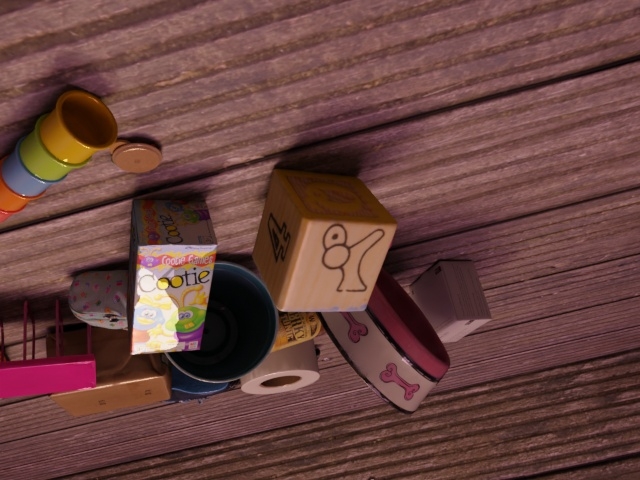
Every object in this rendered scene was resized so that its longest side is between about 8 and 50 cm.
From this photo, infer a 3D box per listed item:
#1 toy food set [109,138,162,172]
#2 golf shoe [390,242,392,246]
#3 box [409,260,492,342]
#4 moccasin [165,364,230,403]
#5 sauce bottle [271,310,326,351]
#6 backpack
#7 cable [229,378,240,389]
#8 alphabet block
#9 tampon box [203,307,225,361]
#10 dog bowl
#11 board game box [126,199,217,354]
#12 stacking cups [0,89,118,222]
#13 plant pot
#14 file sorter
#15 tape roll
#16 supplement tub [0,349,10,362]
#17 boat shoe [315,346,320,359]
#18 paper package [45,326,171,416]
[{"bbox_3d":[-0.305,-0.139,1.032,0.083,0.020,0.082,-5,153,-12],"label":"toy food set"},{"bbox_3d":[0.006,0.008,1.384,0.306,0.115,0.140,-8,179,-13],"label":"golf shoe"},{"bbox_3d":[0.357,0.173,1.734,0.119,0.181,0.181,1,152,-24],"label":"box"},{"bbox_3d":[-0.467,0.481,2.101,0.342,0.137,0.116,-1,140,7],"label":"moccasin"},{"bbox_3d":[-0.057,0.226,1.728,0.344,0.111,0.111,-17,157,-22],"label":"sauce bottle"},{"bbox_3d":[-0.463,0.128,1.389,0.182,0.152,0.115,-1,149,8],"label":"backpack"},{"bbox_3d":[-0.290,0.475,2.173,0.151,0.047,0.184,-25,178,43],"label":"cable"},{"bbox_3d":[0.000,0.000,1.162,0.192,0.193,0.197,3,121,-28],"label":"alphabet block"},{"bbox_3d":[-0.294,0.275,1.704,0.121,0.161,0.101,-5,153,-13],"label":"tampon box"},{"bbox_3d":[0.158,0.213,1.529,0.150,0.408,0.408,-40,147,11],"label":"dog bowl"},{"bbox_3d":[-0.297,0.073,1.215,0.142,0.144,0.275,0,129,-21],"label":"board game box"},{"bbox_3d":[-0.439,-0.115,0.966,0.316,0.096,0.096,-26,150,36],"label":"stacking cups"},{"bbox_3d":[-0.260,0.206,1.497,0.272,0.271,0.255,-2,167,-17],"label":"plant pot"},{"bbox_3d":[-0.690,0.250,1.473,0.291,0.182,0.202,-2,151,-20],"label":"file sorter"},{"bbox_3d":[-0.135,0.361,1.930,0.246,0.169,0.246,-9,154,-5],"label":"tape roll"},{"bbox_3d":[-0.902,0.363,1.689,0.117,0.117,0.190,2,152,-25],"label":"supplement tub"},{"bbox_3d":[-0.101,0.392,2.117,0.229,0.080,0.076,8,130,-29],"label":"boat shoe"},{"bbox_3d":[-0.580,0.364,1.749,0.310,0.168,0.325,-8,156,-12],"label":"paper package"}]
